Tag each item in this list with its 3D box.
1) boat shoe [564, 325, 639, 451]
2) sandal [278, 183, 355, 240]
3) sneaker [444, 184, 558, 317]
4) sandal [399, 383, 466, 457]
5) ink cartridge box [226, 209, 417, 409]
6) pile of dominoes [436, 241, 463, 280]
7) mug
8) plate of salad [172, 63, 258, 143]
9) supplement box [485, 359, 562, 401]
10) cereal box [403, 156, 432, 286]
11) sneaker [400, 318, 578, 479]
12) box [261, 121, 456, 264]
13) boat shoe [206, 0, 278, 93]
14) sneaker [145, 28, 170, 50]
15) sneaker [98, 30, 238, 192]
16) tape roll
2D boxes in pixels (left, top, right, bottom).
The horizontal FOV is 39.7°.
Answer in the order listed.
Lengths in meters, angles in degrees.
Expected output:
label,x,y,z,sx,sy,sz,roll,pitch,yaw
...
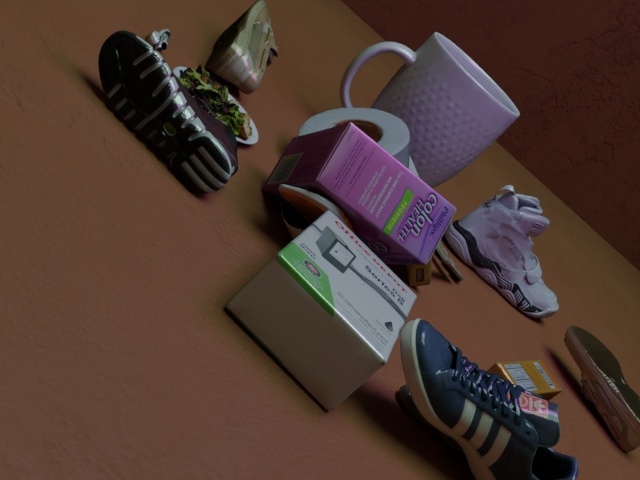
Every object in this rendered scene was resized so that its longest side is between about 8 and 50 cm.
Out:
label,x,y,z,sx,sy,sz,roll,pitch,yaw
boat shoe,0.630,0.329,1.992,0.109,0.098,0.302,2,47,-43
sandal,0.008,0.003,1.451,0.102,0.076,0.265,17,-20,38
sneaker,0.491,0.028,2.129,0.366,0.210,0.137,38,22,-18
sandal,0.195,0.270,1.342,0.180,0.049,0.072,39,21,-15
ink cartridge box,0.012,0.085,1.250,0.198,0.115,0.273,45,20,0
pile of dominoes,0.229,-0.011,1.954,0.251,0.040,0.196,61,10,30
mug,0.216,-0.302,2.066,0.374,0.328,0.276,37,21,-18
plate of salad,-0.185,-0.254,1.619,0.200,0.048,0.199,37,22,-19
supplement box,0.356,0.268,1.612,0.233,0.078,0.080,12,42,-55
cereal box,0.176,-0.049,1.758,0.047,0.173,0.240,-6,37,-4
sneaker,0.246,0.231,1.242,0.350,0.148,0.131,52,33,-24
box,0.061,-0.070,1.492,0.243,0.117,0.214,36,-16,-23
boat shoe,-0.154,-0.409,1.890,0.110,0.122,0.341,43,30,-19
sneaker,-0.300,-0.373,1.660,0.037,0.032,0.083,56,24,-9
sneaker,-0.226,-0.199,1.386,0.281,0.106,0.162,55,15,-2
tape roll,0.066,-0.180,1.735,0.219,0.072,0.219,-1,37,1
